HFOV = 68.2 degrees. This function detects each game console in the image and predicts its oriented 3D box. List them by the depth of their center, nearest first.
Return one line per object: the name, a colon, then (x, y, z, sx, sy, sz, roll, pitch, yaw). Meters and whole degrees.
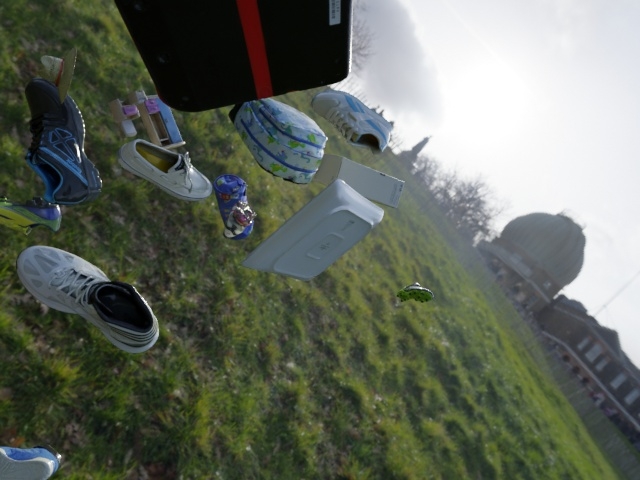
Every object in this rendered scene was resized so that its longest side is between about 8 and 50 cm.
game console: (-0.119, -0.349, 0.692, 0.386, 0.342, 0.060, 86, -11, -66)

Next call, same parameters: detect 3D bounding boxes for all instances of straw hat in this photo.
straw hat: (-0.609, -0.389, 1.079, 0.061, 0.144, 0.144, 14, 22, -38)

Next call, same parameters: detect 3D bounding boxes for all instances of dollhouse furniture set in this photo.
dollhouse furniture set: (-0.507, -0.452, 1.672, 0.286, 0.303, 0.198, -43, 116, -60)

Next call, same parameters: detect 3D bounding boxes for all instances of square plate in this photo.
square plate: (0.000, 0.000, 1.322, 0.049, 0.344, 0.347, 57, 16, 24)

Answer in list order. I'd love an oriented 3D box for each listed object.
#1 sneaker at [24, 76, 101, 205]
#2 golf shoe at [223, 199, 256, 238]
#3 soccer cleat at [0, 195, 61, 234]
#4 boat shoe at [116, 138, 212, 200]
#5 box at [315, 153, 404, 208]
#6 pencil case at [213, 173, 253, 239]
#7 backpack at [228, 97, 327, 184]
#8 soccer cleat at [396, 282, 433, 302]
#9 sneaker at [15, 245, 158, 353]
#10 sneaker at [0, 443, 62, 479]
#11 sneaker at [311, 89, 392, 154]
sneaker: (-0.691, -0.256, 1.225, 0.139, 0.125, 0.341, -32, 103, -60)
golf shoe: (-0.234, -0.060, 1.330, 0.067, 0.086, 0.186, 44, 11, -10)
soccer cleat: (-0.957, -0.074, 1.463, 0.093, 0.289, 0.121, -101, -167, -72)
boat shoe: (-0.516, -0.259, 1.683, 0.367, 0.156, 0.136, 30, 56, -40)
box: (0.127, -0.184, 1.488, 0.275, 0.094, 0.113, 15, 5, -38)
pencil case: (-0.357, -0.139, 1.979, 0.306, 0.133, 0.119, 88, -6, -49)
backpack: (-0.128, -0.345, 1.626, 0.290, 0.273, 0.356, 19, 42, -37)
soccer cleat: (0.338, 0.179, 1.662, 0.060, 0.072, 0.179, 53, -25, -12)
sneaker: (-0.624, 0.119, 1.283, 0.447, 0.169, 0.257, 35, -34, -4)
sneaker: (-0.590, 0.434, 0.930, 0.152, 0.058, 0.084, 9, -12, -3)
sneaker: (0.079, -0.307, 1.223, 0.228, 0.092, 0.087, 25, -35, -10)
